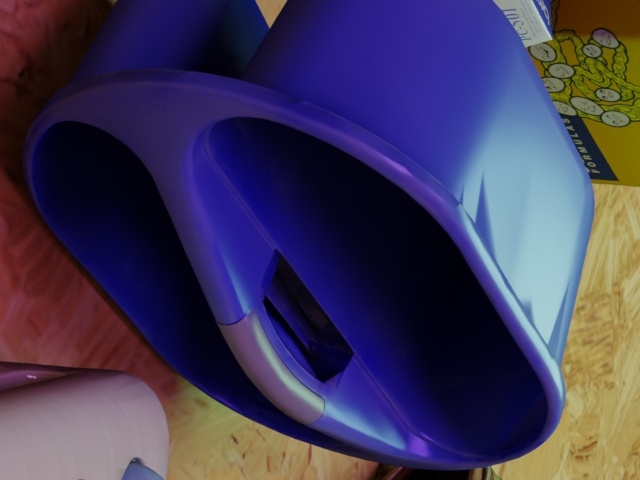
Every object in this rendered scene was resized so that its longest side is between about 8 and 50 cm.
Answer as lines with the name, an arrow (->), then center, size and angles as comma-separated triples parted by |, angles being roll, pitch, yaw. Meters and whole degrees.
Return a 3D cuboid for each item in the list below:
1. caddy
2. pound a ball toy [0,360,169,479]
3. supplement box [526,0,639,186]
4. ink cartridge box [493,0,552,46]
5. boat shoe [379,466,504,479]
caddy -> 0.000, 0.000, 0.936 | 0.341, 0.241, 0.179 | 54, 47, -44
pound a ball toy -> -0.146, 0.085, 0.735 | 0.319, 0.136, 0.208 | 1, 94, -79
supplement box -> 0.331, -0.159, 1.289 | 0.194, 0.357, 0.195 | 51, 54, -46
ink cartridge box -> 0.094, -0.225, 1.182 | 0.207, 0.046, 0.097 | 54, 29, -45
boat shoe -> 0.030, 0.230, 1.137 | 0.324, 0.123, 0.120 | -46, 126, -53
